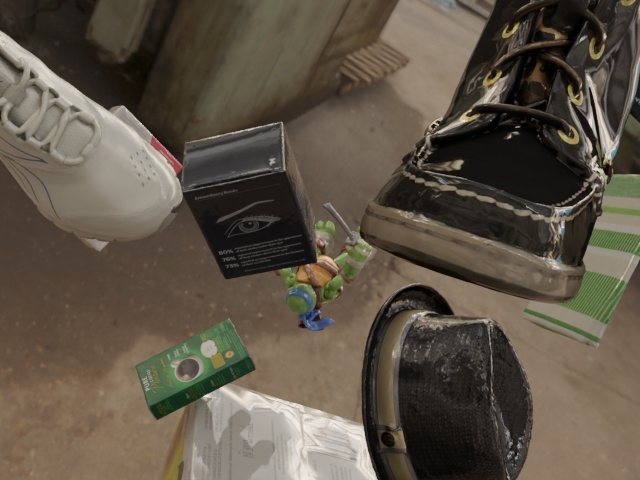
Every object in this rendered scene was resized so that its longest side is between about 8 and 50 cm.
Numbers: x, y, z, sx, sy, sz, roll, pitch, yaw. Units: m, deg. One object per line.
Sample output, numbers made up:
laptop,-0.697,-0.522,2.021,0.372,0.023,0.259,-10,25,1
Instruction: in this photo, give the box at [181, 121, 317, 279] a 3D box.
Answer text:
box,-0.100,-0.055,1.186,0.153,0.207,0.108,-10,47,7

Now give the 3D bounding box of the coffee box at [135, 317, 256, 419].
coffee box,-0.213,0.214,1.347,0.184,0.040,0.113,-27,39,-10

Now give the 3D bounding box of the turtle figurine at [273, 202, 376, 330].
turtle figurine,0.000,0.000,1.424,0.274,0.198,0.266,60,25,-4

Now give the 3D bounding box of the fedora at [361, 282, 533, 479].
fedora,0.192,0.219,1.084,0.334,0.152,0.334,14,72,-51

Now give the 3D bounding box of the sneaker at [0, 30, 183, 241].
sneaker,-0.249,-0.101,0.681,0.297,0.129,0.111,33,77,7

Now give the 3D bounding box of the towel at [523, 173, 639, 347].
towel,0.507,0.027,1.450,0.038,0.325,0.248,30,-1,-13

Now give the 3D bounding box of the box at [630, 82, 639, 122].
box,0.326,-0.280,0.786,0.307,0.242,0.076,39,23,-13

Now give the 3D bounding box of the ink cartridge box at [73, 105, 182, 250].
ink cartridge box,-0.497,-0.143,1.860,0.207,0.283,0.117,47,-14,-22

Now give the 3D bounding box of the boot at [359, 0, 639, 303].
boot,0.152,-0.126,0.514,0.138,0.284,0.377,22,17,19

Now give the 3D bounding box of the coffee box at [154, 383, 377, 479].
coffee box,-0.115,0.498,1.374,0.338,0.334,0.337,20,22,-13
